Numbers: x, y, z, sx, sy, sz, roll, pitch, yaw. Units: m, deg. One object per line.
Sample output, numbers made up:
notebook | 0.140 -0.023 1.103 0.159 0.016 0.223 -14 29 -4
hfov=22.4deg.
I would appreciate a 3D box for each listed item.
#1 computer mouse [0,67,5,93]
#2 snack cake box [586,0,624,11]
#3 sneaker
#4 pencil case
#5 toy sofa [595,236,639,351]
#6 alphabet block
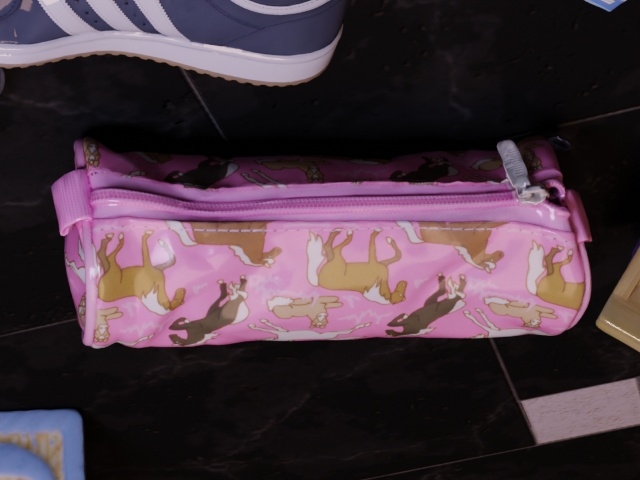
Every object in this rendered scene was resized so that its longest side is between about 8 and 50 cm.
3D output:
computer mouse | -0.338 -0.099 1.061 0.262 0.060 0.184 -32 138 18
snack cake box | 0.113 -0.237 0.857 0.264 0.089 0.152 18 142 -35
sneaker | -0.110 -0.169 0.890 0.282 0.099 0.153 5 150 -15
pencil case | 0.000 0.000 1.193 0.386 0.160 0.167 -2 116 -7
toy sofa | 0.347 -0.044 1.207 0.150 0.177 0.362 29 149 10
alphabet block | -0.321 0.293 1.589 0.192 0.193 0.197 0 149 -8
